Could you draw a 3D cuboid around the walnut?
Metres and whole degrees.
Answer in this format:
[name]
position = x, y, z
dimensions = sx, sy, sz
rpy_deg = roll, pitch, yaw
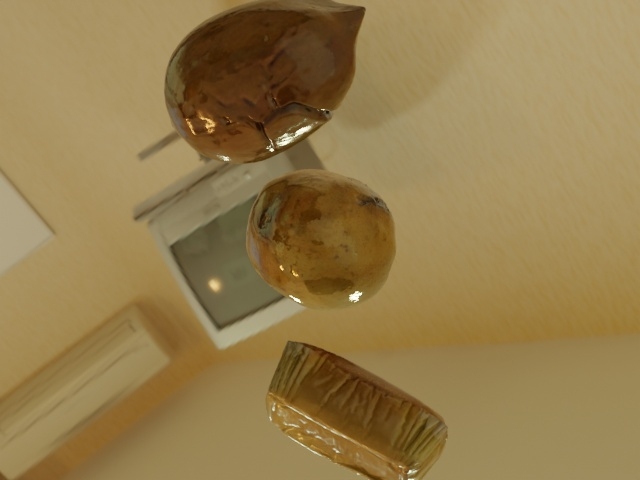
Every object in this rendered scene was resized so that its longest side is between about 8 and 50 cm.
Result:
[walnut]
position = -0.067, -0.214, 1.106
dimensions = 0.298, 0.203, 0.203
rpy_deg = -29, -160, 24

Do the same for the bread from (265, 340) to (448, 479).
[bread]
position = 0.053, 0.274, 1.332
dimensions = 0.288, 0.152, 0.119
rpy_deg = 24, -123, 19

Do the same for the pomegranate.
[pomegranate]
position = 0.000, 0.000, 1.448
dimensions = 0.260, 0.260, 0.260
rpy_deg = -32, -161, 13
